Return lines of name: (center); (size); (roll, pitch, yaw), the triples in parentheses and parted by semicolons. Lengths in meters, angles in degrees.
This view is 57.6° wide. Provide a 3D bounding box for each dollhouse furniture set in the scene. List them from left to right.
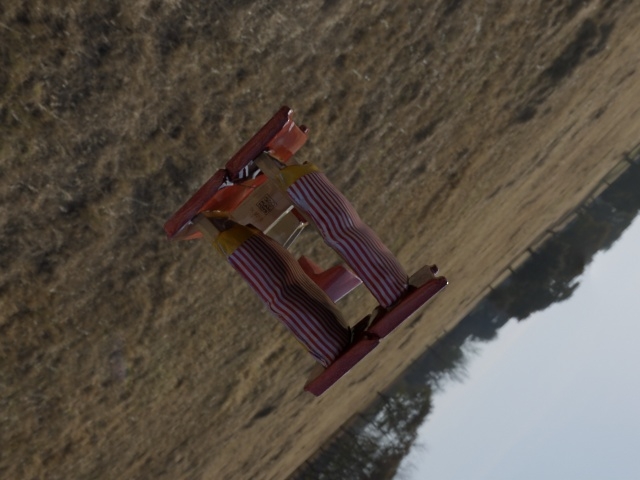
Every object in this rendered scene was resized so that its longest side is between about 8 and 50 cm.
dollhouse furniture set: (0.000, 0.000, 0.650); (0.152, 0.201, 0.374); (-43, 179, 7)
